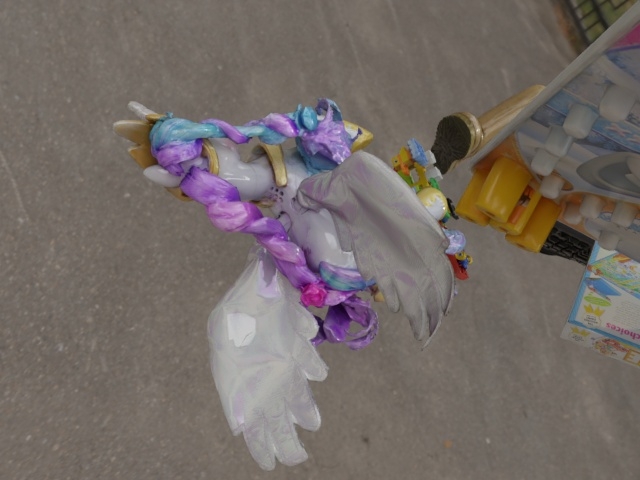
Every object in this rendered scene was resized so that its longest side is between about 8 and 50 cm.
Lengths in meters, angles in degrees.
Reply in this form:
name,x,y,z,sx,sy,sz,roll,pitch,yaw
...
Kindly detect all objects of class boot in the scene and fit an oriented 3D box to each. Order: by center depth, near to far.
name,x,y,z,sx,sy,sz,roll,pitch,yaw
boot,0.368,-0.257,1.478,0.270,0.236,0.089,-30,84,-11

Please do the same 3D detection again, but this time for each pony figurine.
name,x,y,z,sx,sy,sz,roll,pitch,yaw
pony figurine,0.000,0.000,0.714,0.364,0.303,0.351,-1,51,-51

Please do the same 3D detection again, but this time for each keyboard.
name,x,y,z,sx,sy,sz,roll,pitch,yaw
keyboard,0.376,0.036,0.917,0.317,0.033,0.201,28,0,3

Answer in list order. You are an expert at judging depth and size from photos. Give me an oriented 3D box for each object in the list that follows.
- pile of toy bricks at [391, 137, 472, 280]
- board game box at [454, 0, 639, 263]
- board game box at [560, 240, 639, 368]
name,x,y,z,sx,sy,sz,roll,pitch,yaw
pile of toy bricks,0.123,-0.036,0.988,0.118,0.105,0.212,29,39,-53
board game box,0.279,0.031,0.354,0.390,0.050,0.390,28,-5,2
board game box,0.294,0.065,0.599,0.154,0.026,0.103,22,56,18
